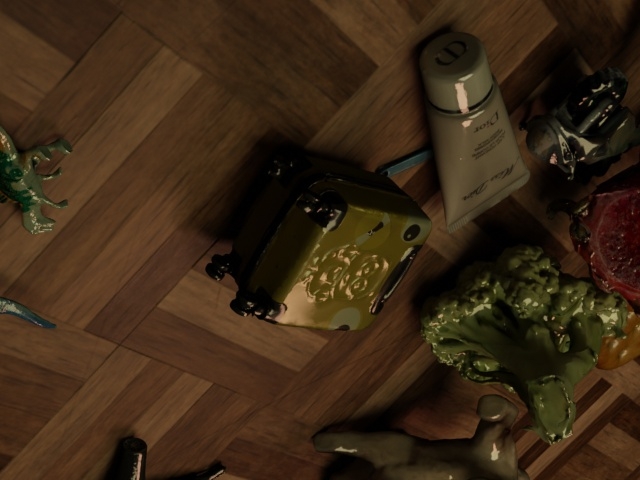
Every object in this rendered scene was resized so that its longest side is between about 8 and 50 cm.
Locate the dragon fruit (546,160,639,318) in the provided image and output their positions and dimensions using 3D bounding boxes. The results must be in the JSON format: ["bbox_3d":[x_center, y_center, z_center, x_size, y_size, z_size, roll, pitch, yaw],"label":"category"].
[{"bbox_3d":[0.458,0.000,1.619,0.147,0.282,0.211,-54,151,-63],"label":"dragon fruit"}]

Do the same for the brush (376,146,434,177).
[{"bbox_3d":[0.143,-0.114,1.493,0.164,0.014,0.051,-24,139,-19],"label":"brush"}]

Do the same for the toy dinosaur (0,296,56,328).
[{"bbox_3d":[-0.411,0.064,1.144,0.329,0.076,0.144,-7,139,-33],"label":"toy dinosaur"}]

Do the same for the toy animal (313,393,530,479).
[{"bbox_3d":[0.177,0.398,1.869,0.344,0.194,0.302,-10,155,14],"label":"toy animal"}]

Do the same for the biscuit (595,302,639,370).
[{"bbox_3d":[0.562,0.140,2.071,0.220,0.066,0.220,-24,140,-22],"label":"biscuit"}]

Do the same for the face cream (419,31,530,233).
[{"bbox_3d":[0.192,-0.134,1.454,0.143,0.089,0.314,-36,145,-8],"label":"face cream"}]

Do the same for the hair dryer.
[{"bbox_3d":[-0.217,0.345,1.625,0.219,0.075,0.195,-14,128,-45],"label":"hair dryer"}]

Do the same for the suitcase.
[{"bbox_3d":[0.000,0.000,1.377,0.235,0.143,0.194,10,120,-45],"label":"suitcase"}]

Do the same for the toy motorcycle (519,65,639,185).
[{"bbox_3d":[0.365,-0.143,1.583,0.159,0.106,0.270,-37,155,2],"label":"toy motorcycle"}]

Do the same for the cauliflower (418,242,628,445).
[{"bbox_3d":[0.317,0.127,1.688,0.327,0.281,0.260,-10,104,-12],"label":"cauliflower"}]

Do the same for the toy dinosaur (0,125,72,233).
[{"bbox_3d":[-0.312,-0.069,1.125,0.106,0.044,0.187,-35,147,19],"label":"toy dinosaur"}]
